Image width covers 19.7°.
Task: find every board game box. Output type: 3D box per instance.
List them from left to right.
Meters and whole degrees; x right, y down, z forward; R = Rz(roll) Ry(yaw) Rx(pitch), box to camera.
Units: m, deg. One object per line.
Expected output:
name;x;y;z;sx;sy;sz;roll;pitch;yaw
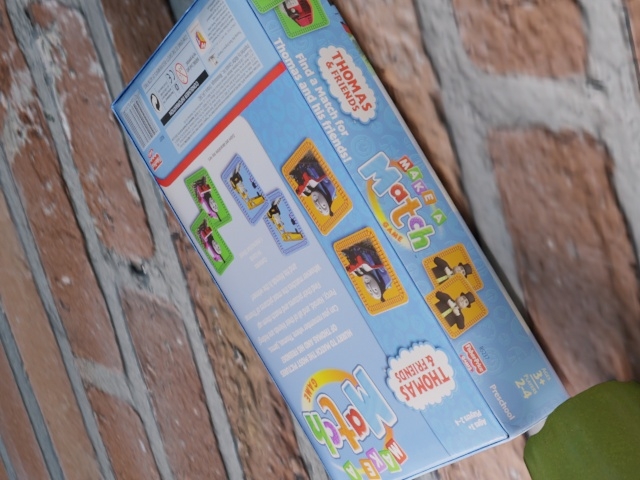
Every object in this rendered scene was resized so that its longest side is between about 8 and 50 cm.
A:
board game box;0.000;0.000;0.768;0.211;0.039;0.160;60;152;4

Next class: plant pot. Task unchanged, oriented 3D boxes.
plant pot;0.111;0.093;0.640;0.079;0.083;0.083;57;154;32
